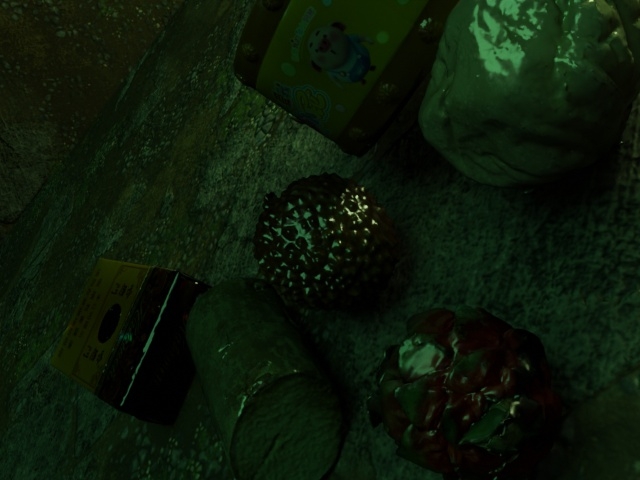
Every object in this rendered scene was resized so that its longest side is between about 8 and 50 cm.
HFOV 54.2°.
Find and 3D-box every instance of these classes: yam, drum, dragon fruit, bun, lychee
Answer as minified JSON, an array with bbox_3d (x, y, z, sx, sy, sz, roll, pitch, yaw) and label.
[{"bbox_3d":[-0.085,0.184,0.865,0.168,0.168,0.304,-52,36,9],"label":"yam"},{"bbox_3d":[0.075,-0.345,0.855,0.431,0.214,0.431,-59,5,8],"label":"drum"},{"bbox_3d":[0.137,0.151,0.615,0.188,0.182,0.182,32,91,35],"label":"dragon fruit"},{"bbox_3d":[0.240,-0.172,0.669,0.205,0.281,0.281,46,105,19],"label":"bun"},{"bbox_3d":[0.000,0.000,0.865,0.238,0.200,0.200,33,92,33],"label":"lychee"}]

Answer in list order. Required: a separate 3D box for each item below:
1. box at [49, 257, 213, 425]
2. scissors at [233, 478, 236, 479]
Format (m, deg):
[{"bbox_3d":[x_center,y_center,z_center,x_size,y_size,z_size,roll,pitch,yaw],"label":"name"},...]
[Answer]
[{"bbox_3d":[-0.377,0.181,1.249,0.415,0.115,0.264,5,68,52],"label":"box"},{"bbox_3d":[-0.096,0.311,0.897,0.191,0.029,0.360,-36,39,22],"label":"scissors"}]
